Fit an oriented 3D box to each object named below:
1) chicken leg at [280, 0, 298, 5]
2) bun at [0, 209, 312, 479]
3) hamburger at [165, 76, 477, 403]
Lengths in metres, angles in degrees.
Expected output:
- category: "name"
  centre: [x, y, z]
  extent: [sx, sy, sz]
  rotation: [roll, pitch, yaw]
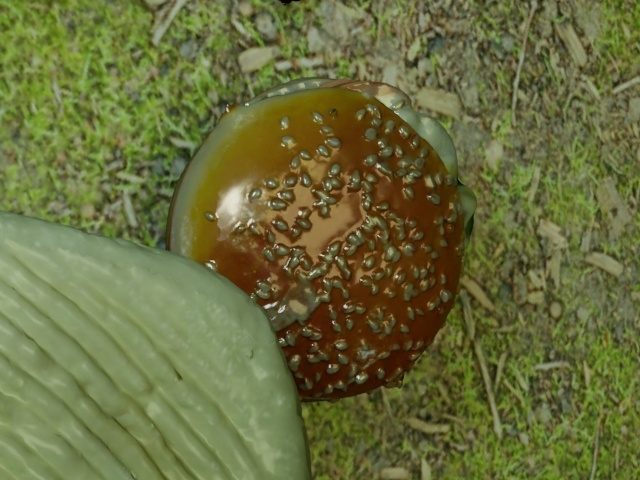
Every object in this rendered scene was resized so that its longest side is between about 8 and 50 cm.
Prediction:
- category: "chicken leg"
  centre: [-0.038, -0.242, 1.107]
  extent: [0.062, 0.037, 0.145]
  rotation: [-37, 111, -56]
- category: "bun"
  centre: [-0.184, 0.142, 0.843]
  extent: [0.349, 0.227, 0.352]
  rotation: [51, 54, -17]
- category: "hamburger"
  centre: [-0.003, -0.002, 1.046]
  extent: [0.237, 0.147, 0.237]
  rotation: [2, 86, -34]
